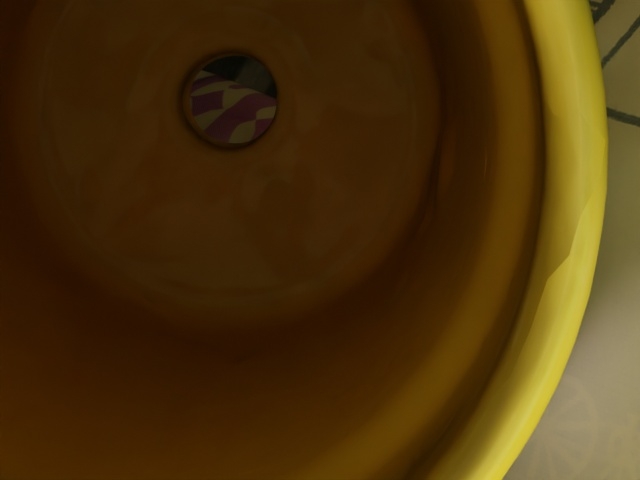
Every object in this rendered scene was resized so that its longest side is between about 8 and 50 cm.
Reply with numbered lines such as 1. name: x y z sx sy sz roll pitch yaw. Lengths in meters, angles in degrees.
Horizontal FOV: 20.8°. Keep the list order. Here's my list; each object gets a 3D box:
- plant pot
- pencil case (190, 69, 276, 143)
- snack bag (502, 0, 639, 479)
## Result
1. plant pot: -0.048 -0.032 0.493 0.239 0.254 0.254 -41 156 -78
2. pencil case: 0.000 0.000 0.678 0.088 0.206 0.086 -47 142 -26
3. snack bag: 0.103 -0.007 0.701 0.037 0.323 0.342 30 82 -49
